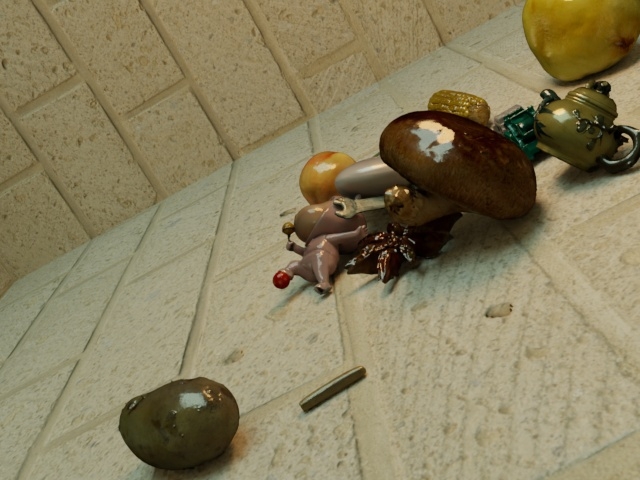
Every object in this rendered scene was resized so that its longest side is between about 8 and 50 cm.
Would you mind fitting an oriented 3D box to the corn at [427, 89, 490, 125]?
[{"bbox_3d":[0.415,-0.391,2.290,0.119,0.119,0.322,-32,23,-7],"label":"corn"}]

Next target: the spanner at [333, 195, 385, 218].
[{"bbox_3d":[0.172,-0.094,1.820,0.301,0.017,0.071,-8,48,-16],"label":"spanner"}]

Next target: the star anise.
[{"bbox_3d":[0.180,0.006,1.655,0.288,0.088,0.288,-26,21,11],"label":"star anise"}]

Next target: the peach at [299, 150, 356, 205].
[{"bbox_3d":[0.027,-0.175,2.227,0.184,0.184,0.184,-27,19,10],"label":"peach"}]

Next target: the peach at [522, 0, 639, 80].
[{"bbox_3d":[0.731,-0.614,2.120,0.281,0.314,0.315,-20,16,-21],"label":"peach"}]

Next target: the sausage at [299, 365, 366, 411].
[{"bbox_3d":[0.021,0.257,1.334,0.132,0.024,0.024,-32,18,-2],"label":"sausage"}]

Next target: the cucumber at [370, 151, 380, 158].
[{"bbox_3d":[0.186,-0.195,2.139,0.116,0.115,0.062,-31,16,31],"label":"cucumber"}]

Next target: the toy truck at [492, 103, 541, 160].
[{"bbox_3d":[0.490,-0.268,1.844,0.110,0.116,0.216,-28,18,6],"label":"toy truck"}]

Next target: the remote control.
[{"bbox_3d":[0.149,-0.154,1.960,0.221,0.104,0.332,-8,-4,4],"label":"remote control"}]

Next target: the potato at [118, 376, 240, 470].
[{"bbox_3d":[-0.257,0.330,1.372,0.262,0.165,0.165,-16,23,46],"label":"potato"}]

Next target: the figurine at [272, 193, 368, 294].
[{"bbox_3d":[0.000,0.000,1.820,0.287,0.186,0.176,-60,7,-28],"label":"figurine"}]

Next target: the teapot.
[{"bbox_3d":[0.552,-0.242,1.571,0.269,0.173,0.183,37,106,43],"label":"teapot"}]

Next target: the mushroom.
[{"bbox_3d":[0.287,-0.153,1.572,0.239,0.345,0.345,-54,1,38],"label":"mushroom"}]
